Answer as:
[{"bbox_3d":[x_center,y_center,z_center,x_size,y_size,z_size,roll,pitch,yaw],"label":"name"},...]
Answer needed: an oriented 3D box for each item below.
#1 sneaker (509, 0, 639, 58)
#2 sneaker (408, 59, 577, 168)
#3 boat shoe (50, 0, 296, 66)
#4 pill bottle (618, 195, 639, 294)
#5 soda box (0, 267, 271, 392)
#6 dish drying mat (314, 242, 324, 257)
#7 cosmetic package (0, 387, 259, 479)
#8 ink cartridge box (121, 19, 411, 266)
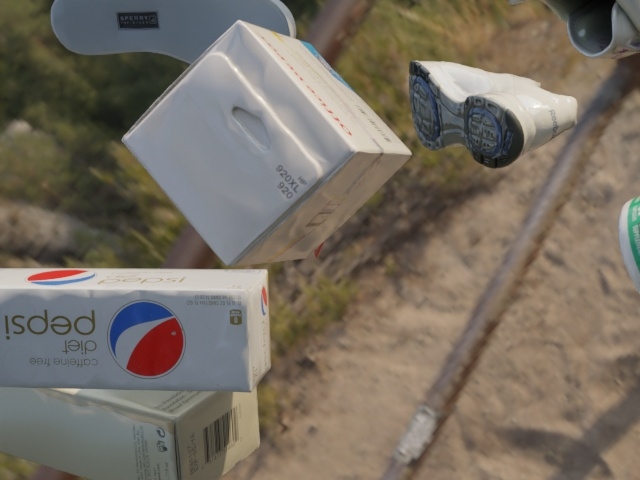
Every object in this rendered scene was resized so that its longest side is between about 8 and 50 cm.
[{"bbox_3d":[0.267,-0.200,1.118,0.114,0.305,0.152,-11,66,62],"label":"sneaker"},{"bbox_3d":[0.207,-0.165,1.738,0.129,0.111,0.297,-15,27,-22],"label":"sneaker"},{"bbox_3d":[-0.161,-0.258,1.622,0.306,0.113,0.105,1,19,24],"label":"boat shoe"},{"bbox_3d":[0.643,-0.025,2.035,0.361,0.204,0.204,-24,44,33],"label":"pill bottle"},{"bbox_3d":[-0.145,0.061,0.957,0.216,0.074,0.069,0,11,11],"label":"soda box"},{"bbox_3d":[0.000,0.000,2.169,0.083,0.008,0.032,115,158,-68],"label":"dish drying mat"},{"bbox_3d":[-0.240,0.190,1.588,0.309,0.113,0.160,10,24,29],"label":"cosmetic package"},{"bbox_3d":[-0.047,-0.091,1.366,0.168,0.233,0.171,-44,80,13],"label":"ink cartridge box"}]
